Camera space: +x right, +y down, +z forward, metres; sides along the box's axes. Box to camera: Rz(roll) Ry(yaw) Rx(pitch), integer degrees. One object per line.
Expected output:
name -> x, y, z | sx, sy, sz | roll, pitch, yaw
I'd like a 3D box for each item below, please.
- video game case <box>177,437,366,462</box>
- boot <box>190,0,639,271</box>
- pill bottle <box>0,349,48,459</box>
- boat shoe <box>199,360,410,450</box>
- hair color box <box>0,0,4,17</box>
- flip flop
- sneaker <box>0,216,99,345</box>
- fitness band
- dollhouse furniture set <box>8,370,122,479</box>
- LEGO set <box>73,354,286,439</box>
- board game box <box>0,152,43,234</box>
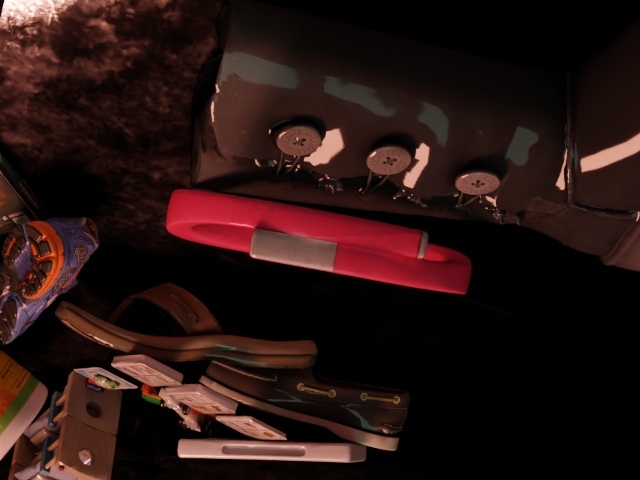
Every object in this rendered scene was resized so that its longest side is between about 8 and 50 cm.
video game case -> -0.048, 0.230, 1.818 | 0.183, 0.023, 0.201 | 1, 173, 6
boot -> 0.127, -0.145, 1.420 | 0.445, 0.146, 0.367 | 14, 134, -7
pill bottle -> -0.414, 0.131, 1.690 | 0.246, 0.136, 0.136 | 40, 128, -8
boat shoe -> -0.016, 0.163, 1.801 | 0.228, 0.068, 0.081 | 18, 180, -4
hair color box -> -0.401, -0.176, 1.365 | 0.347, 0.174, 0.105 | -31, 128, 30
flip flop -> -0.135, 0.085, 1.708 | 0.277, 0.080, 0.112 | 8, 177, -13
sneaker -> -0.285, 0.041, 1.664 | 0.087, 0.083, 0.221 | -20, 170, -38
fitness band -> 0.000, 0.000, 1.549 | 0.291, 0.054, 0.209 | 12, 180, -10
dollhouse furniture set -> -0.335, 0.213, 1.818 | 0.184, 0.129, 0.129 | 27, 131, -25
LEGO set -> -0.156, 0.154, 1.748 | 0.182, 0.060, 0.244 | 30, 160, -24
board game box -> -0.383, -0.042, 1.619 | 0.186, 0.026, 0.126 | -15, 135, 18
